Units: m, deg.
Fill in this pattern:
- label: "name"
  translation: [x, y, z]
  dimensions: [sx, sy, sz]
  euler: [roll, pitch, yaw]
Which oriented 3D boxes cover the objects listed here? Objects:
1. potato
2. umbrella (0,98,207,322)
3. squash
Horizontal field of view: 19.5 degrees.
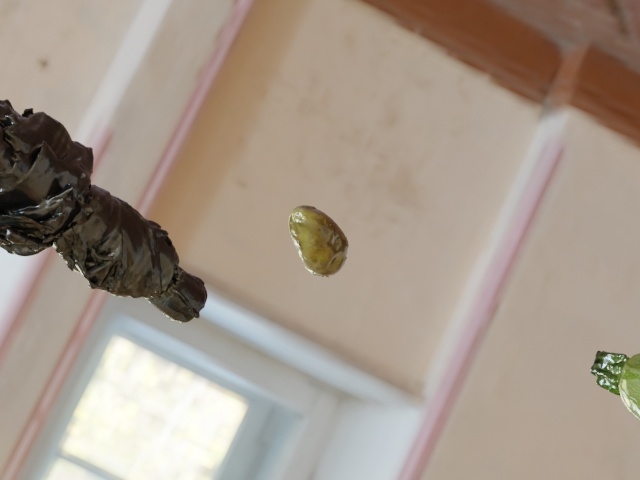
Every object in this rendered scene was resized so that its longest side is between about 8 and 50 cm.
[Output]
- label: "potato"
  translation: [0.000, 0.000, 1.685]
  dimensions: [0.045, 0.046, 0.092]
  euler: [56, 172, 41]
- label: "umbrella"
  translation: [-0.254, -0.028, 1.924]
  dimensions: [0.128, 0.154, 0.336]
  euler: [-32, 139, 23]
- label: "squash"
  translation: [0.276, 0.118, 1.317]
  dimensions: [0.066, 0.066, 0.252]
  euler: [30, 175, -21]
